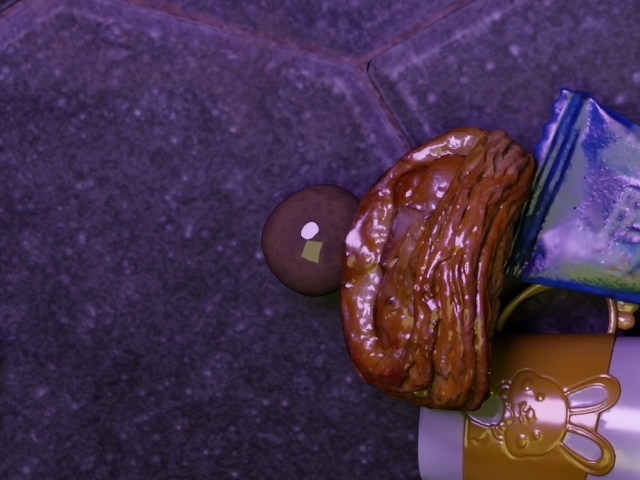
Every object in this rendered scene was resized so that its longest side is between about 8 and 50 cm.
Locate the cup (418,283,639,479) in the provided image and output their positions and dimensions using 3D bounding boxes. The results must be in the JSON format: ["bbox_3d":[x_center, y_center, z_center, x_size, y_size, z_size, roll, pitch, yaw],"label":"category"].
[{"bbox_3d":[0.217,0.145,1.099,0.226,0.185,0.241,4,78,15],"label":"cup"}]

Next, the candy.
[{"bbox_3d":[0.335,-0.010,1.039,0.331,0.077,0.187,18,99,1],"label":"candy"}]

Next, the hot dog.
[{"bbox_3d":[0.097,0.014,1.016,0.114,0.175,0.259,18,77,-28],"label":"hot dog"}]

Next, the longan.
[{"bbox_3d":[0.000,0.000,1.108,0.113,0.092,0.113,0,90,10],"label":"longan"}]
